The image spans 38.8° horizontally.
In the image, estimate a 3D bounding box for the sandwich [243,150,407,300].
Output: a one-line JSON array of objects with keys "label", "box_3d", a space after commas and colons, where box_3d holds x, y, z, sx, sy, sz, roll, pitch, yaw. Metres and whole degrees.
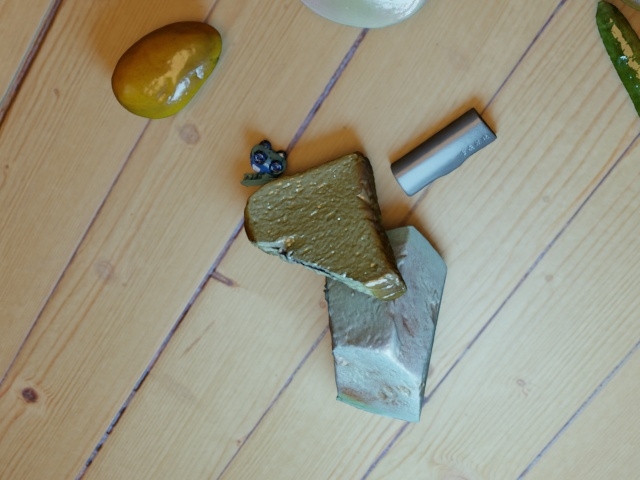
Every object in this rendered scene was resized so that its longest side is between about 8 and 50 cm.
[{"label": "sandwich", "box_3d": [0.002, 0.002, 1.609, 0.254, 0.288, 0.099, -21, 149, 9]}]

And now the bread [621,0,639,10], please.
[{"label": "bread", "box_3d": [0.571, -0.470, 1.370, 0.250, 0.225, 0.279, 18, 109, 4]}]

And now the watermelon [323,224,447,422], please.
[{"label": "watermelon", "box_3d": [0.111, 0.168, 1.643, 0.229, 0.258, 0.387, 3, 105, 4]}]

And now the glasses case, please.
[{"label": "glasses case", "box_3d": [0.219, -0.156, 1.633, 0.191, 0.042, 0.072, -34, 108, 18]}]

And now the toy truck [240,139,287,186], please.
[{"label": "toy truck", "box_3d": [-0.108, -0.133, 1.686, 0.073, 0.056, 0.090, 33, 123, -9]}]

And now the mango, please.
[{"label": "mango", "box_3d": [-0.270, -0.304, 1.622, 0.227, 0.109, 0.147, -26, 79, 17]}]

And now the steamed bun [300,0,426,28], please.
[{"label": "steamed bun", "box_3d": [0.071, -0.429, 1.502, 0.239, 0.170, 0.152, 16, 133, 5]}]

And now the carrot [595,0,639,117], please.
[{"label": "carrot", "box_3d": [0.556, -0.246, 1.535, 0.074, 0.074, 0.358, -27, 100, 16]}]
